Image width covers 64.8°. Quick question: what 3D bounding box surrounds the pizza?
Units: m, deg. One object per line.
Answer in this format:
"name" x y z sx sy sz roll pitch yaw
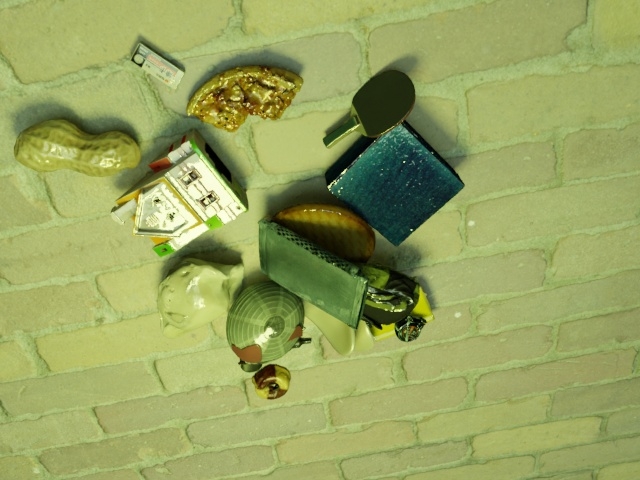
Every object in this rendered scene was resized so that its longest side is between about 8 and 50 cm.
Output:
"pizza" -0.187 -0.350 1.258 0.305 0.085 0.161 -15 122 5

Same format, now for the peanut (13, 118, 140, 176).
"peanut" -0.608 -0.231 1.272 0.298 0.120 0.136 5 125 -11

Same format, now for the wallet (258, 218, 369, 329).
"wallet" -0.021 0.086 1.389 0.342 0.075 0.237 29 145 21

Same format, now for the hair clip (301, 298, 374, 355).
"hair clip" 0.054 0.249 1.605 0.282 0.113 0.172 52 125 10

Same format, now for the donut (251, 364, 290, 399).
"donut" -0.174 0.506 1.787 0.140 0.059 0.140 -3 124 -5

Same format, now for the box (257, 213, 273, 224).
"box" -0.141 -0.037 1.490 0.046 0.012 0.083 -37 117 16

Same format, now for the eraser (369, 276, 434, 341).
"eraser" 0.249 0.230 1.652 0.226 0.069 0.158 -23 118 9

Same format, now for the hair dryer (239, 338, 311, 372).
"hair dryer" -0.150 0.330 1.686 0.248 0.078 0.195 -6 121 -13

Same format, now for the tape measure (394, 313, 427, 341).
"tape measure" 0.281 0.277 1.612 0.091 0.054 0.094 26 109 -19

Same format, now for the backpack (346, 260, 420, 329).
"backpack" 0.150 0.157 1.487 0.253 0.140 0.207 22 143 -7

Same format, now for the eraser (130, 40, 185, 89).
"eraser" -0.394 -0.424 1.226 0.122 0.029 0.052 31 114 -21

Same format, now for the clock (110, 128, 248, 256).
"clock" -0.385 -0.109 1.340 0.309 0.166 0.235 -33 118 6

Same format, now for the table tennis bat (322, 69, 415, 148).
"table tennis bat" 0.118 -0.321 1.286 0.274 0.154 0.021 -32 156 26

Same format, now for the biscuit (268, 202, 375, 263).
"biscuit" 0.000 0.000 1.448 0.318 0.040 0.318 5 144 4

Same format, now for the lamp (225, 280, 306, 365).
"lamp" -0.166 0.248 1.518 0.265 0.233 0.233 -34 121 -13

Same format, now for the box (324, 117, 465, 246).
"box" 0.200 -0.168 1.382 0.279 0.116 0.261 38 113 -24

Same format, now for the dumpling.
"dumpling" -0.358 0.157 1.527 0.243 0.187 0.318 -6 142 -49
